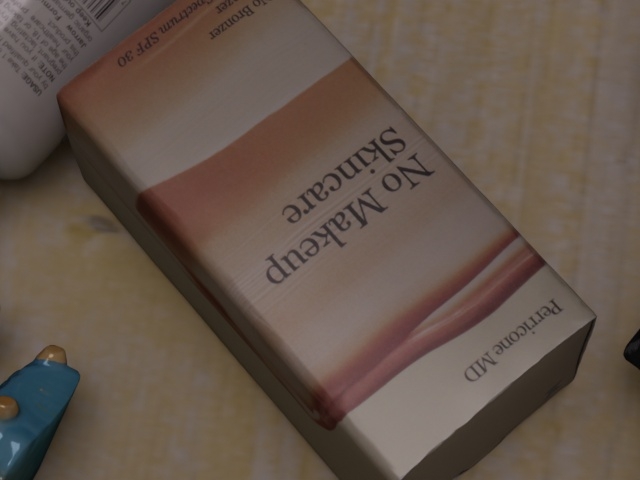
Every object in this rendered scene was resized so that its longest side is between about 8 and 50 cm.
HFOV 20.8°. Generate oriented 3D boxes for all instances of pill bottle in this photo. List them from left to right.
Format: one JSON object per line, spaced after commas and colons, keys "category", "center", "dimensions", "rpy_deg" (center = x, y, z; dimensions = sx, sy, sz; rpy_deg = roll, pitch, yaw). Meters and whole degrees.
{"category": "pill bottle", "center": [-0.196, -0.111, 1.046], "dimensions": [0.131, 0.131, 0.229], "rpy_deg": [37, 75, 14]}

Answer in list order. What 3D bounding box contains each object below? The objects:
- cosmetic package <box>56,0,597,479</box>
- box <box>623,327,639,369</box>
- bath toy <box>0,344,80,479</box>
{"category": "cosmetic package", "center": [0.000, 0.000, 0.999], "dimensions": [0.153, 0.129, 0.296], "rpy_deg": [-39, 74, -13]}
{"category": "box", "center": [0.378, 0.023, 0.922], "dimensions": [0.296, 0.183, 0.294], "rpy_deg": [37, 76, 1]}
{"category": "bath toy", "center": [-0.314, 0.052, 1.000], "dimensions": [0.348, 0.129, 0.151], "rpy_deg": [33, 30, 11]}
